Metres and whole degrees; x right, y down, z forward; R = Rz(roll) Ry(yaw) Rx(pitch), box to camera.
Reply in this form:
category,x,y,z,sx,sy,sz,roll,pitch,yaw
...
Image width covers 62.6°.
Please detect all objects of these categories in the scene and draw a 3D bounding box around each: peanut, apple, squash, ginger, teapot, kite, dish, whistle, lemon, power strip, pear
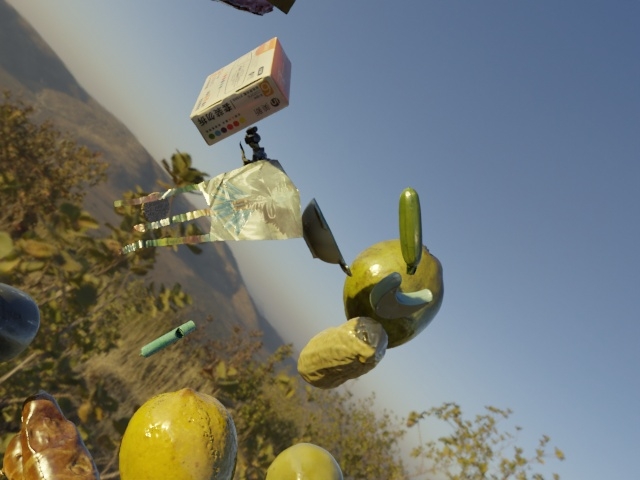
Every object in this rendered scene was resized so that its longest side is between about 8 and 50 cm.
category,x,y,z,sx,sy,sz,roll,pitch,yaw
peanut,0.055,0.284,1.337,0.152,0.152,0.313,49,-41,1
apple,-0.050,0.754,1.575,0.262,0.262,0.262,48,-9,10
squash,0.258,-0.027,1.498,0.066,0.066,0.252,165,-78,-80
ginger,-0.709,0.623,1.386,0.418,0.254,0.176,43,24,31
teapot,-0.956,0.179,1.406,0.305,0.224,0.285,17,-26,11
kite,-0.185,-0.059,0.891,0.015,0.309,0.170,109,-30,-60
dish,0.000,0.000,1.436,0.246,0.078,0.224,64,0,23
whistle,-0.472,0.305,1.624,0.039,0.186,0.039,28,-49,37
lemon,-0.314,0.486,1.175,0.258,0.257,0.311,142,-55,-81
power strip,0.209,0.156,1.395,0.216,0.137,0.044,31,29,-47
pear,0.251,0.179,1.872,0.351,0.413,0.352,36,-18,13

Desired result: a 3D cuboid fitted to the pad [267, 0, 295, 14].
category,x,y,z,sx,sy,sz,roll,pitch,yaw
pad,-0.044,-0.419,0.699,0.127,0.190,0.004,35,9,-3

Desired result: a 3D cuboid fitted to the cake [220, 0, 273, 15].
category,x,y,z,sx,sy,sz,roll,pitch,yaw
cake,-0.161,-0.485,0.858,0.150,0.177,0.283,28,21,22

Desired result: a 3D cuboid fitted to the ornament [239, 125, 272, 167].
category,x,y,z,sx,sy,sz,roll,pitch,yaw
ornament,-0.188,-0.213,1.461,0.166,0.153,0.196,-9,83,-71

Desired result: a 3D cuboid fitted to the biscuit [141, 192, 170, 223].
category,x,y,z,sx,sy,sz,roll,pitch,yaw
biscuit,-0.602,-0.119,1.923,0.015,0.120,0.120,18,-26,35

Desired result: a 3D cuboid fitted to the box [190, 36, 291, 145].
category,x,y,z,sx,sy,sz,roll,pitch,yaw
box,-0.180,-0.358,1.250,0.091,0.220,0.274,56,17,-32
